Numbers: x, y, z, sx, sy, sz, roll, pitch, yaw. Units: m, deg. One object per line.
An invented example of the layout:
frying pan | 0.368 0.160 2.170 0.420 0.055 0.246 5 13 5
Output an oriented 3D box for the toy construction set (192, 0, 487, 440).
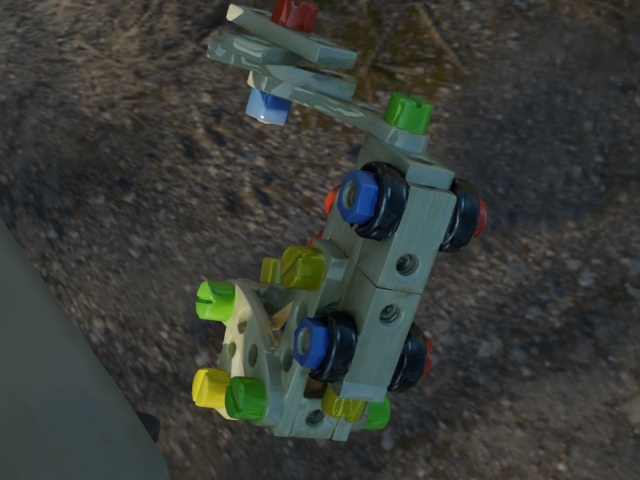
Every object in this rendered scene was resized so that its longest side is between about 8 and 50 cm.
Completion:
toy construction set | 0.000 0.000 0.830 0.151 0.215 0.327 -5 115 -21

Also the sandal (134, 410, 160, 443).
sandal | -0.272 0.285 1.561 0.097 0.254 0.054 14 101 13

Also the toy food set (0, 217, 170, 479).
toy food set | -0.206 0.078 0.597 0.092 0.220 0.306 -33 93 14
